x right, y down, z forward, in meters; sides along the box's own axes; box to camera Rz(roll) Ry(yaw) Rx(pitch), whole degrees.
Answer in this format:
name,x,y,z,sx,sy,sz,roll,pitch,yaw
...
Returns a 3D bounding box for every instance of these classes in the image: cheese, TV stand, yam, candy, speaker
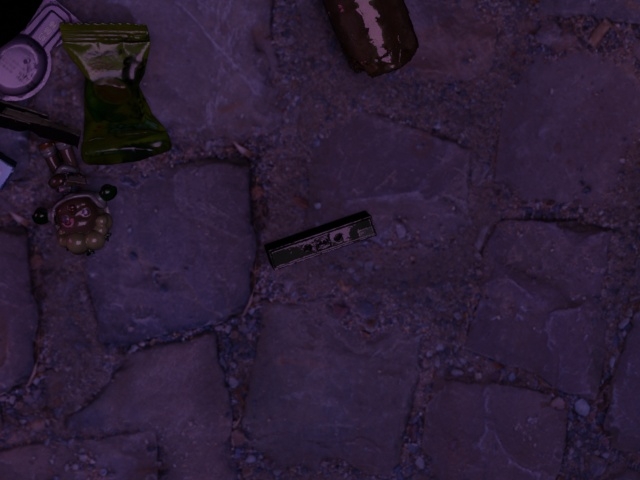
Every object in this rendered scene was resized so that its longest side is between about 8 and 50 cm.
name,x,y,z,sx,sy,sz,roll,pitch,yaw
cheese,-0.466,-0.298,1.832,0.105,0.042,0.191,42,93,-19
TV stand,-0.503,-0.197,1.828,0.249,0.042,0.036,16,129,-8
yam,0.073,-0.393,1.885,0.129,0.128,0.238,-17,104,28
candy,-0.329,-0.242,1.860,0.149,0.069,0.246,-7,127,-5
speaker,0.000,0.000,2.010,0.191,0.046,0.040,-18,108,-7

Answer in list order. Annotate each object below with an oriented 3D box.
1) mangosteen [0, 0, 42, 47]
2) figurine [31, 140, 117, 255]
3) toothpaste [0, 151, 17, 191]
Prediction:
name,x,y,z,sx,sy,sz,roll,pitch,yaw
mangosteen,-0.552,-0.443,1.603,0.382,0.435,0.382,-2,119,-4
figurine,-0.404,-0.069,1.878,0.147,0.093,0.197,-19,105,4
toothpaste,-0.613,-0.168,1.820,0.272,0.066,0.053,31,96,-18
